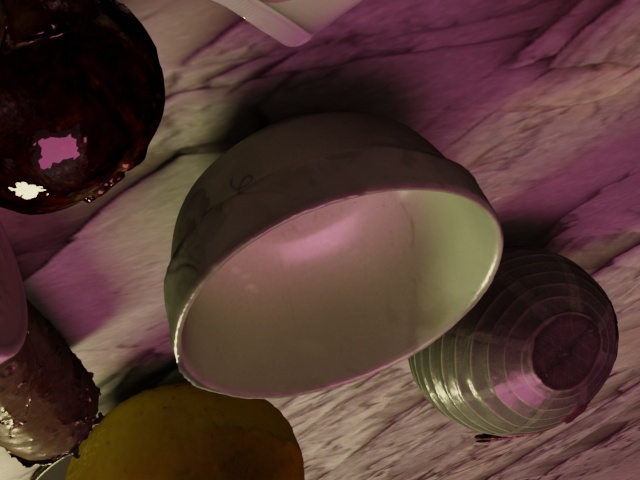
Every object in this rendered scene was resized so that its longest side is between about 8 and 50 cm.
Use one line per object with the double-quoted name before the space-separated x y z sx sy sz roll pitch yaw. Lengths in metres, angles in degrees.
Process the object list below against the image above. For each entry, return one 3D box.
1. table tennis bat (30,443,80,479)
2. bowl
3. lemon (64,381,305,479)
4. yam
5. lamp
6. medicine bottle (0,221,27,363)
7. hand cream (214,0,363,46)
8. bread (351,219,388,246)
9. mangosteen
"table tennis bat" -0.344 0.337 1.427 0.138 0.022 0.246 11 136 -44
"bowl" 0.000 0.000 0.940 0.307 0.163 0.307 -13 146 -9
"lemon" -0.164 0.298 1.247 0.322 0.268 0.268 10 138 -40
"yam" -0.302 0.121 0.998 0.131 0.131 0.280 -19 150 -4
"lamp" 0.229 0.117 1.242 0.265 0.233 0.233 -27 153 -18
"medicine bottle" -0.397 0.053 0.741 0.316 0.202 0.202 -22 151 2
"hand cream" 0.059 -0.246 0.651 0.358 0.118 0.185 -31 153 28
"bread" 0.057 -0.006 1.087 0.115 0.056 0.082 -34 148 20
"mangosteen" -0.194 -0.104 0.679 0.184 0.172 0.172 29 132 -11
